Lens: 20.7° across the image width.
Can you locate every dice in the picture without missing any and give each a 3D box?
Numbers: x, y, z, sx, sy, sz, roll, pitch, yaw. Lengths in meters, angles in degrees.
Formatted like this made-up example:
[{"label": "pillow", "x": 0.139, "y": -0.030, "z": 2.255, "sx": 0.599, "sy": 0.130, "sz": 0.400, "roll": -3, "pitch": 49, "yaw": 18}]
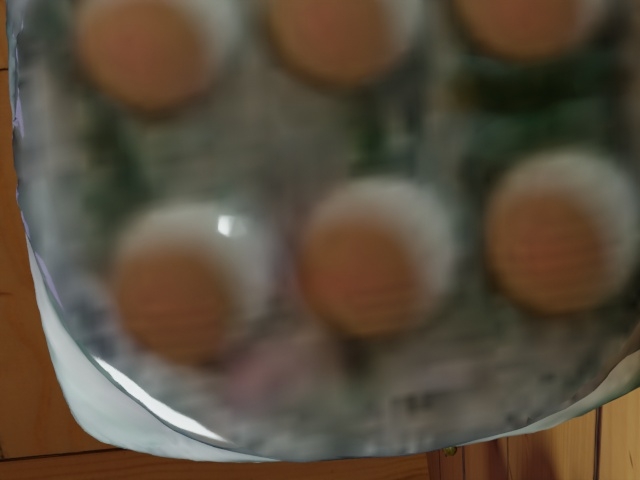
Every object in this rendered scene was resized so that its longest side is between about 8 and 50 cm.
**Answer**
[{"label": "dice", "x": 0.012, "y": -0.069, "z": 0.970, "sx": 0.348, "sy": 0.327, "sz": 0.330, "roll": -96, "pitch": 0, "yaw": -82}]

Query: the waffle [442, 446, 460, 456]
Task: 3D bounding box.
[{"label": "waffle", "x": 0.172, "y": 0.152, "z": 2.146, "sx": 0.193, "sy": 0.070, "sz": 0.197, "roll": -94, "pitch": 1, "yaw": -75}]
